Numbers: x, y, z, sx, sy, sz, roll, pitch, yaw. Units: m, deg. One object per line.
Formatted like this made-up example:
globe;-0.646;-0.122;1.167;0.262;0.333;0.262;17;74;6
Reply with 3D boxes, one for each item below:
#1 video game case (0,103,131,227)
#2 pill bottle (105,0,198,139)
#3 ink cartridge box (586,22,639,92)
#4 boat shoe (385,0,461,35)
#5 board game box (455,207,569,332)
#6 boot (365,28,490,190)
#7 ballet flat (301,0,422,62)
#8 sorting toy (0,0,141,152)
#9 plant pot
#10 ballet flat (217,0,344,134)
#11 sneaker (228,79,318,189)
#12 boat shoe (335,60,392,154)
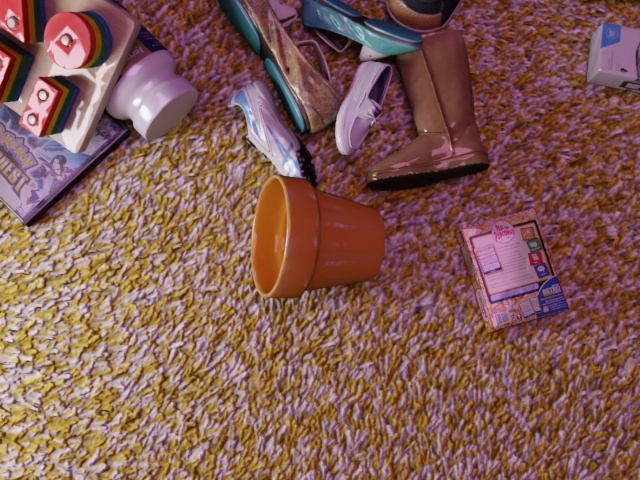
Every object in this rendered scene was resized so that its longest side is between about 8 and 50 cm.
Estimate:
video game case;-0.522;-0.204;1.505;0.275;0.035;0.248;43;78;5
pill bottle;-0.349;-0.309;1.482;0.265;0.153;0.153;44;78;5
ink cartridge box;0.610;-0.342;1.621;0.180;0.060;0.104;10;77;-3
boat shoe;0.269;-0.625;1.605;0.187;0.156;0.500;25;76;2
board game box;0.342;0.053;1.521;0.147;0.045;0.193;-14;80;-8
boot;0.174;-0.236;1.554;0.236;0.089;0.269;-10;75;-5
ballet flat;0.071;-0.379;1.563;0.247;0.083;0.087;28;121;15
sorting toy;-0.463;-0.312;1.390;0.257;0.089;0.255;35;112;9
plant pot;0.000;0.000;1.438;0.188;0.205;0.205;5;77;-20
ballet flat;-0.071;-0.358;1.539;0.123;0.123;0.348;-31;88;-11
sneaker;-0.082;-0.171;1.521;0.086;0.085;0.237;-32;86;16
boat shoe;0.083;-0.238;1.521;0.063;0.066;0.184;7;66;40
